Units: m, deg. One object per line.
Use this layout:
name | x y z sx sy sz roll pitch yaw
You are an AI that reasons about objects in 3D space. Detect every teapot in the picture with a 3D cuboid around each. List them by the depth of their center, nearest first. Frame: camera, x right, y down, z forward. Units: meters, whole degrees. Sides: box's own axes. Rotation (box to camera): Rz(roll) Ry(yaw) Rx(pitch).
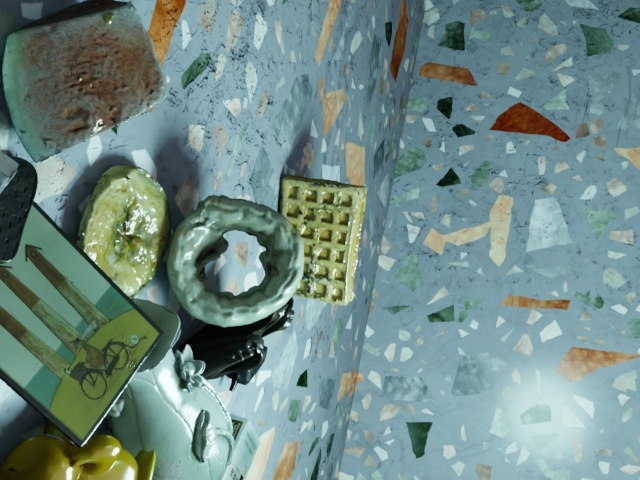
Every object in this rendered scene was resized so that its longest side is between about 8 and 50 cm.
teapot | -0.211 0.356 1.856 0.177 0.087 0.096 -50 149 -56

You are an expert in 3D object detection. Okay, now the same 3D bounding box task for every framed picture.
framed picture | -0.412 0.120 1.023 0.324 0.013 0.244 51 40 -20

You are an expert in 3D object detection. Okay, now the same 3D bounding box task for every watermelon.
watermelon | -0.347 -0.246 1.027 0.262 0.201 0.213 -52 138 -47

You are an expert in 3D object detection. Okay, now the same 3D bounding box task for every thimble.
thimble | -0.192 0.043 1.446 0.195 0.291 0.291 154 -52 -78

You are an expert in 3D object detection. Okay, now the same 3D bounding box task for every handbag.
handbag | -0.201 0.236 1.590 0.113 0.257 0.285 61 29 -8

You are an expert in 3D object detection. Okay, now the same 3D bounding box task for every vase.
vase | -0.322 0.325 1.311 0.250 0.250 0.445 -61 152 -45

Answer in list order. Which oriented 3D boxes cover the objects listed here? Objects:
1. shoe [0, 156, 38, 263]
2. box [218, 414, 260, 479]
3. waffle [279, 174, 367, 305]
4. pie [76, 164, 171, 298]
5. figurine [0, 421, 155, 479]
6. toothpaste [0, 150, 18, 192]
shoe | -0.473 -0.044 0.979 0.071 0.049 0.179 35 45 -47
box | -0.258 0.640 1.874 0.155 0.067 0.243 76 29 -45
waffle | 0.000 0.000 2.030 0.114 0.261 0.376 -32 129 -72
pie | -0.374 -0.011 1.271 0.274 0.055 0.274 8 90 -71
figurine | -0.415 0.398 1.123 0.228 0.215 0.215 52 41 -22
toothpaste | -0.508 -0.026 0.866 0.099 0.068 0.282 82 24 -56
